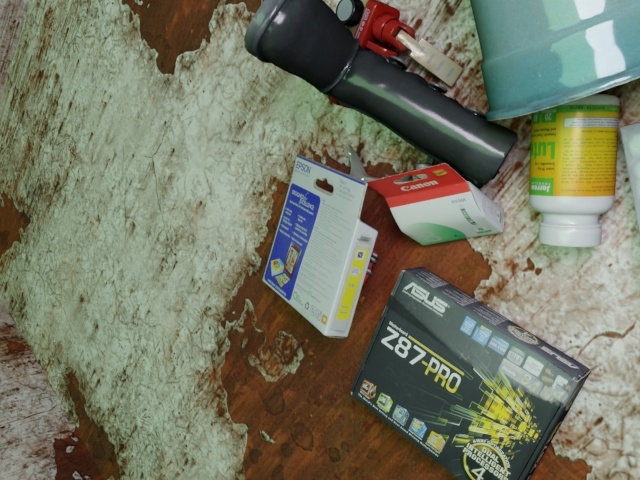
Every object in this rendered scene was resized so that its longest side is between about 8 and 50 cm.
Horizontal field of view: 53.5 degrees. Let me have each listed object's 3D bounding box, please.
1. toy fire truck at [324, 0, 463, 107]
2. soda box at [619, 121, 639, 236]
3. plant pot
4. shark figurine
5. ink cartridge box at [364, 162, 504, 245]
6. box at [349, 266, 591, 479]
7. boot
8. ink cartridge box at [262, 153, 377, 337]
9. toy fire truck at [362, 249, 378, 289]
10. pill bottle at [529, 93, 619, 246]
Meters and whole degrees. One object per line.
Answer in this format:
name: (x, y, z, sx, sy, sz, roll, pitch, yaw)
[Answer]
toy fire truck: (0.136, -0.353, 1.288, 0.246, 0.158, 0.217, 42, 119, 39)
soda box: (0.559, -0.051, 1.001, 0.098, 0.091, 0.286, -12, 88, 40)
plant pot: (0.353, -0.389, 0.915, 0.341, 0.341, 0.334, -14, 103, 39)
shark figurine: (0.178, -0.143, 1.314, 0.278, 0.166, 0.116, 11, 76, 55)
ink cartridge box: (0.215, -0.061, 1.195, 0.181, 0.224, 0.056, -10, 65, 39)
box: (0.277, 0.283, 1.264, 0.395, 0.097, 0.318, 34, 112, 31)
boot: (0.119, -0.242, 1.069, 0.445, 0.367, 0.146, 37, 106, 4)
ink cartridge box: (0.000, 0.000, 1.328, 0.303, 0.072, 0.307, 33, 108, 57)
toy fire truck: (0.055, 0.028, 1.385, 0.135, 0.192, 0.047, 28, 116, 2)
pill bottle: (0.425, -0.116, 1.071, 0.136, 0.136, 0.246, 5, 98, 38)
